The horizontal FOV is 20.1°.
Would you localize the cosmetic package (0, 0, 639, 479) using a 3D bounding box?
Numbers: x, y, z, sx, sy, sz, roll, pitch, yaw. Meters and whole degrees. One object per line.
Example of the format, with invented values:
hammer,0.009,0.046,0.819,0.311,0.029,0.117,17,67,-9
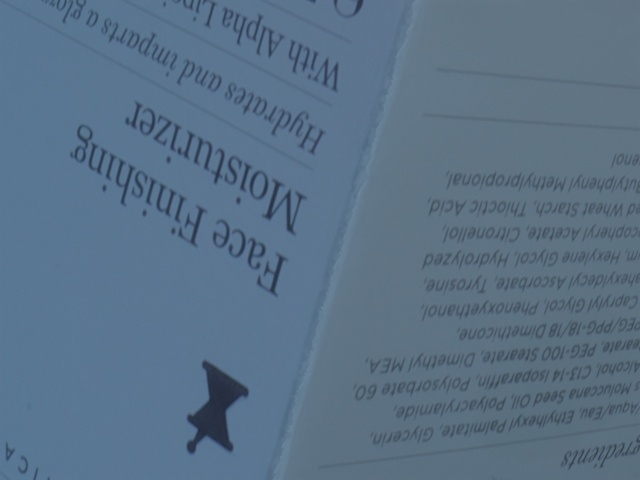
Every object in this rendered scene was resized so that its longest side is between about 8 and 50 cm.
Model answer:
cosmetic package,0.000,0.000,0.449,0.151,0.151,0.184,29,110,41
